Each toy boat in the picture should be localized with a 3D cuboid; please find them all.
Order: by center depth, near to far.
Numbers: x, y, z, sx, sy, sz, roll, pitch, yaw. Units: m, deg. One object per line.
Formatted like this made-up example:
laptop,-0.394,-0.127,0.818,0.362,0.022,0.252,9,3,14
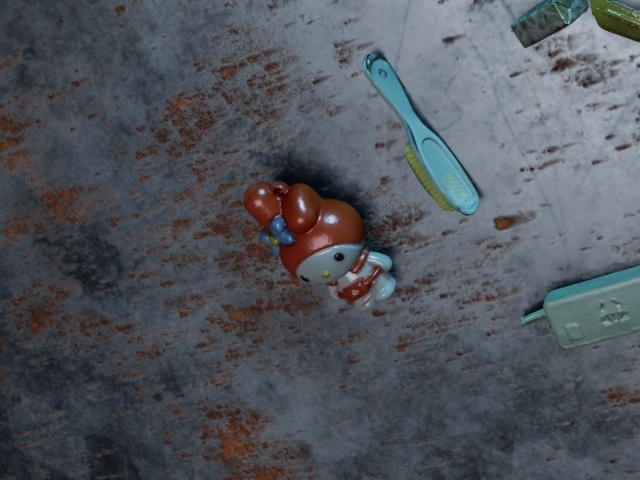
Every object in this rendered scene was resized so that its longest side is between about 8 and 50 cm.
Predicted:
toy boat,0.473,-0.301,1.270,0.226,0.068,0.088,24,115,14

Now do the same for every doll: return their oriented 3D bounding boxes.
doll,0.000,0.000,1.556,0.290,0.130,0.161,44,128,-18

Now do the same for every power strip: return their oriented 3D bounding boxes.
power strip,0.449,0.103,1.468,0.288,0.053,0.093,-21,104,27

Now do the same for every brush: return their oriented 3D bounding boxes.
brush,0.145,-0.159,1.475,0.060,0.068,0.297,-28,97,52

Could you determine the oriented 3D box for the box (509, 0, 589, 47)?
box,0.318,-0.311,1.308,0.045,0.062,0.098,54,149,-7
